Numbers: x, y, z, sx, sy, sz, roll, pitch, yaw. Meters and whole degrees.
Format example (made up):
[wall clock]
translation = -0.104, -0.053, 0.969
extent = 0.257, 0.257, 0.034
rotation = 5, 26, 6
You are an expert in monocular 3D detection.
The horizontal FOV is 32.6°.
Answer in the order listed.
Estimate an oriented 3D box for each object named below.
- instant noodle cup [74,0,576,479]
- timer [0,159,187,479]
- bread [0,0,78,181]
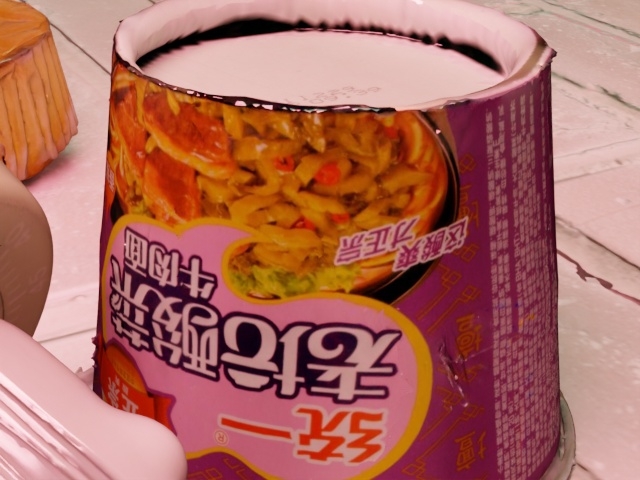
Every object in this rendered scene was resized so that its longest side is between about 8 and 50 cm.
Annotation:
[instant noodle cup]
translation = 0.000, 0.000, 0.672
extent = 0.340, 0.266, 0.340
rotation = 0, 28, 0
[timer]
translation = -0.196, 0.098, 0.536
extent = 0.315, 0.291, 0.291
rotation = 35, 37, 13
[bread]
translation = -0.383, -0.143, 1.070
extent = 0.288, 0.156, 0.204
rotation = 14, 38, 19
